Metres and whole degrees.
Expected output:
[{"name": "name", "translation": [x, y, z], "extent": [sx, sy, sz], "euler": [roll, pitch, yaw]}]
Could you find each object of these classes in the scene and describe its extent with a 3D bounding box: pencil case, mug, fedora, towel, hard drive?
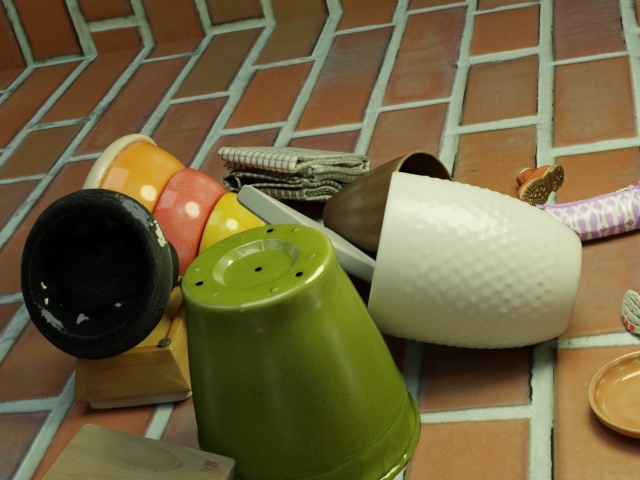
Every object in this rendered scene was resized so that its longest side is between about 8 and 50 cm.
[{"name": "pencil case", "translation": [0.520, -0.048, 2.166], "extent": [0.206, 0.088, 0.086], "euler": [-14, 27, 4]}, {"name": "mug", "translation": [0.262, 0.043, 1.967], "extent": [0.327, 0.276, 0.374], "euler": [10, 5, 4]}, {"name": "fedora", "translation": [-0.376, 0.060, 2.061], "extent": [0.334, 0.334, 0.152], "euler": [2, 0, 29]}, {"name": "towel", "translation": [-0.055, -0.136, 2.494], "extent": [0.235, 0.121, 0.283], "euler": [8, 9, 34]}, {"name": "hard drive", "translation": [0.000, 0.000, 2.111], "extent": [0.203, 0.307, 0.040], "euler": [35, 95, 34]}]

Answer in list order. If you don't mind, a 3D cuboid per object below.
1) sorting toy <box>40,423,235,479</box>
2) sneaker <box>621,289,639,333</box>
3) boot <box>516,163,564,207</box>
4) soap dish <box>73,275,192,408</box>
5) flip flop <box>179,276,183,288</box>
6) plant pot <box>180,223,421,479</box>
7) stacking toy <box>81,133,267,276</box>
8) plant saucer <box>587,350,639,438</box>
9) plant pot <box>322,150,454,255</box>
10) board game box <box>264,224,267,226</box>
[{"name": "sorting toy", "translation": [-0.287, 0.406, 1.657], "extent": [0.257, 0.089, 0.255], "euler": [10, 35, 17]}, {"name": "sneaker", "translation": [0.555, 0.134, 1.883], "extent": [0.064, 0.061, 0.158], "euler": [5, 24, -21]}, {"name": "boot", "translation": [0.433, -0.112, 2.359], "extent": [0.084, 0.059, 0.158], "euler": [5, 26, 37]}, {"name": "soap dish", "translation": [-0.322, 0.182, 2.141], "extent": [0.228, 0.118, 0.291], "euler": [-7, 31, 14]}, {"name": "flip flop", "translation": [-0.159, 0.128, 2.062], "extent": [0.277, 0.080, 0.112], "euler": [29, 31, 36]}, {"name": "plant pot", "translation": [-0.058, 0.177, 1.777], "extent": [0.366, 0.353, 0.366], "euler": [-12, 28, 7]}, {"name": "stacking toy", "translation": [-0.224, -0.001, 2.287], "extent": [0.479, 0.351, 0.351], "euler": [14, 37, 16]}, {"name": "plant saucer", "translation": [0.508, 0.237, 1.724], "extent": [0.199, 0.037, 0.200], "euler": [-12, 29, 7]}, {"name": "plant pot", "translation": [0.123, -0.055, 2.281], "extent": [0.230, 0.215, 0.215], "euler": [-8, 26, 42]}, {"name": "board game box", "translation": [-0.038, 0.029, 2.076], "extent": [0.042, 0.165, 0.243], "euler": [-58, 1, 3]}]
